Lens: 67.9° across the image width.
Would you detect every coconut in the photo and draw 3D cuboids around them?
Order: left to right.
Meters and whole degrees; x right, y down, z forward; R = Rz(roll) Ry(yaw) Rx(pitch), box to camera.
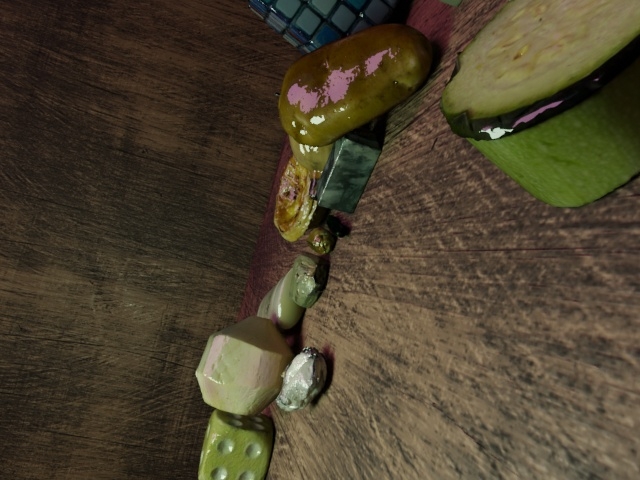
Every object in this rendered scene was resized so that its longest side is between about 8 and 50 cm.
[{"bbox_3d":[-0.188,0.316,1.233,0.259,0.259,0.259,-165,90,-77],"label":"coconut"}]

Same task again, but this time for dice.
[{"bbox_3d":[-0.227,0.554,1.274,0.169,0.166,0.169,-171,96,-77],"label":"dice"}]

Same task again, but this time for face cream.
[{"bbox_3d":[-0.118,0.197,1.406,0.348,0.081,0.173,135,148,-65],"label":"face cream"}]

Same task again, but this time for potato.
[{"bbox_3d":[0.051,-0.304,0.930,0.369,0.176,0.195,-13,26,42],"label":"potato"}]

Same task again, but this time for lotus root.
[{"bbox_3d":[-0.033,0.092,1.197,0.144,0.070,0.143,144,139,-69],"label":"lotus root"},{"bbox_3d":[0.010,-0.250,1.165,0.183,0.183,0.309,-150,60,-76],"label":"lotus root"}]

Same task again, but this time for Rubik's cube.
[{"bbox_3d":[0.017,-0.601,1.136,0.292,0.287,0.293,-52,18,9],"label":"Rubik's cube"}]

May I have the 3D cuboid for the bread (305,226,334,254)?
[{"bbox_3d":[0.000,0.000,1.189,0.110,0.060,0.066,-155,65,-77],"label":"bread"}]

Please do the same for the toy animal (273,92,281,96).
[{"bbox_3d":[-0.005,-0.375,1.439,0.197,0.273,0.160,-24,-44,-53],"label":"toy animal"}]

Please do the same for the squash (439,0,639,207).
[{"bbox_3d":[0.222,-0.147,0.401,0.220,0.133,0.220,-49,22,27],"label":"squash"}]

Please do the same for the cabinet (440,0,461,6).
[{"bbox_3d":[0.200,-0.513,0.731,0.206,0.150,0.145,125,156,-57],"label":"cabinet"}]

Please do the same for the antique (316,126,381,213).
[{"bbox_3d":[0.061,-0.163,1.055,0.088,0.086,0.183,-95,24,-54],"label":"antique"}]

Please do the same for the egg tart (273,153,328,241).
[{"bbox_3d":[-0.038,-0.134,1.360,0.290,0.115,0.290,-169,90,-68],"label":"egg tart"}]

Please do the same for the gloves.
[{"bbox_3d":[-0.031,0.283,0.983,0.153,0.070,0.114,-55,15,39],"label":"gloves"}]

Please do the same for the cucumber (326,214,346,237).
[{"bbox_3d":[0.036,-0.032,1.135,0.184,0.033,0.036,-124,25,-73],"label":"cucumber"}]
